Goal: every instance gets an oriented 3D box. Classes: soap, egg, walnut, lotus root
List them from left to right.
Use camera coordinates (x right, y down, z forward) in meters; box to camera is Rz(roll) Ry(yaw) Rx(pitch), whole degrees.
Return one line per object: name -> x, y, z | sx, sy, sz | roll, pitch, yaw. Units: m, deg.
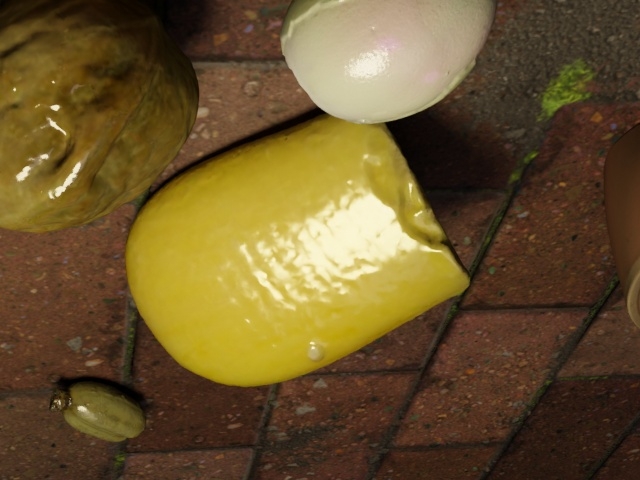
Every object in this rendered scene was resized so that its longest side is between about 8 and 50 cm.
walnut -> -0.258, -0.127, 1.193 | 0.283, 0.283, 0.227 | -34, 121, 31
lotus root -> -0.353, 0.266, 1.892 | 0.090, 0.077, 0.183 | -21, 145, 32
soap -> -0.046, 0.022, 1.493 | 0.427, 0.115, 0.306 | -23, 108, 22
egg -> 0.077, -0.223, 1.202 | 0.217, 0.183, 0.183 | -36, 138, 28

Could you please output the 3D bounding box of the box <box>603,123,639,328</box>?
box -> 0.511, -0.034, 1.560 | 0.301, 0.216, 0.301 | -8, 145, -6
